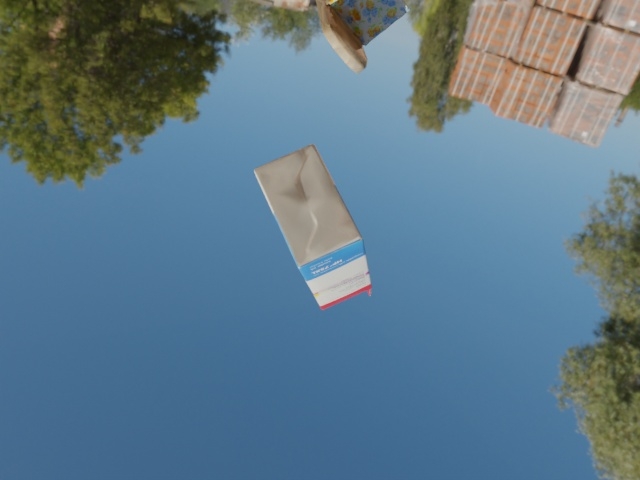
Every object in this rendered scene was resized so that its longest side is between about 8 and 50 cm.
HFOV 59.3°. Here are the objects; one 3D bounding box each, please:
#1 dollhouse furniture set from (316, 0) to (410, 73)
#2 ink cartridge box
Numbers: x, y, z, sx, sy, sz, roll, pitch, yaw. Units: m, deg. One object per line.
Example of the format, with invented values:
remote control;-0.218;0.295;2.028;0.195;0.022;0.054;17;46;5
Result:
dollhouse furniture set;0.062;-0.386;0.476;0.394;0.362;0.256;40;-154;-32
ink cartridge box;0.000;0.000;0.705;0.078;0.231;0.134;-25;-113;-2
